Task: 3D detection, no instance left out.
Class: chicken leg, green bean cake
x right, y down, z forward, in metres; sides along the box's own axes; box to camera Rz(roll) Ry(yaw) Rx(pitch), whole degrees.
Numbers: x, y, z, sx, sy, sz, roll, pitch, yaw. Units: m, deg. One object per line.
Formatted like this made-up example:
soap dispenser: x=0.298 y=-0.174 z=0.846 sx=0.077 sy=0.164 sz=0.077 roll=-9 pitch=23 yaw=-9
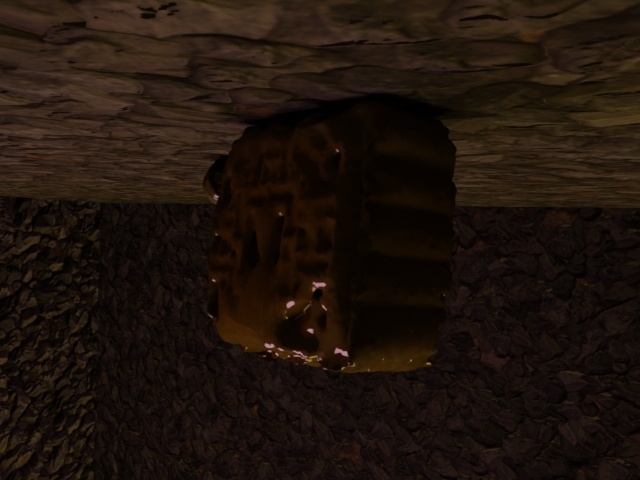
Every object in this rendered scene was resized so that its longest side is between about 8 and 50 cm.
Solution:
chicken leg: x=-0.106 y=-0.094 z=0.866 sx=0.093 sy=0.070 sz=0.178 roll=-4 pitch=-175 yaw=30
green bean cake: x=0.000 y=0.000 z=0.503 sx=0.131 sy=0.229 sz=0.224 roll=9 pitch=174 yaw=-40
